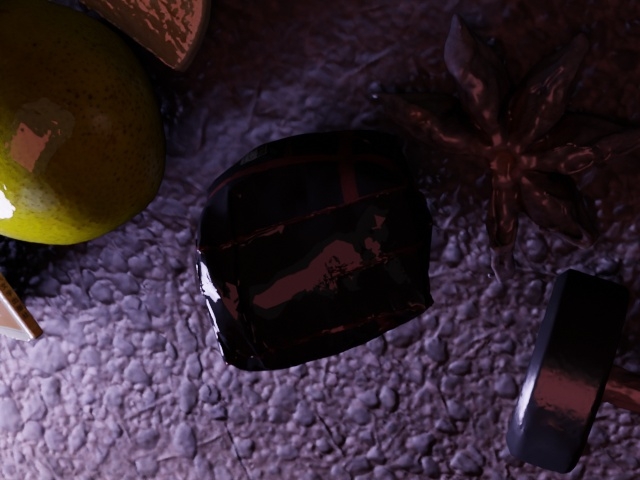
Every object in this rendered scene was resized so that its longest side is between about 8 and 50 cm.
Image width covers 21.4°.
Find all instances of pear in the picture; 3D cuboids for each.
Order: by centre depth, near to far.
[{"bbox_3d":[-0.213,-0.087,1.292,0.198,0.198,0.198,6,115,13],"label":"pear"}]

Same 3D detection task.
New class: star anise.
[{"bbox_3d":[0.149,-0.077,1.265,0.171,0.063,0.208,-29,103,23],"label":"star anise"}]

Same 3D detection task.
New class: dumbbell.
[{"bbox_3d":[0.261,0.123,1.272,0.218,0.152,0.153,17,117,7],"label":"dumbbell"}]

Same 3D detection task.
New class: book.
[{"bbox_3d":[-0.318,-0.022,1.381,0.018,0.170,0.242,-38,105,-18],"label":"book"}]

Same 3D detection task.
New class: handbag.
[{"bbox_3d":[0.000,0.000,1.249,0.169,0.215,0.155,-13,104,4],"label":"handbag"}]

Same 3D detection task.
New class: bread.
[{"bbox_3d":[-0.152,-0.229,1.298,0.193,0.036,0.112,35,112,1],"label":"bread"}]
